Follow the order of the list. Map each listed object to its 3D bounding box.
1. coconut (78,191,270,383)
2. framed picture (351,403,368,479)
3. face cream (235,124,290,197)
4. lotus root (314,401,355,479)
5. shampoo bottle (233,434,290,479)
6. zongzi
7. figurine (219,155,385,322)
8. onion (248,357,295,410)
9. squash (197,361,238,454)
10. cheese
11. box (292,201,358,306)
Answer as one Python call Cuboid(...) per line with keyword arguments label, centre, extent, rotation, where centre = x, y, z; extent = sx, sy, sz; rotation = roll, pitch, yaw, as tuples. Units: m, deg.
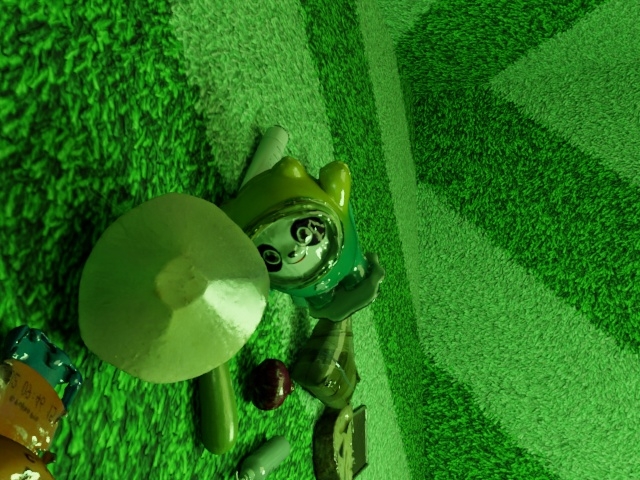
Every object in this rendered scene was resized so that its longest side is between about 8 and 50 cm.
Cuboid(label="coconut", centre=(-0.191, 0.067, 0.729), extent=(0.259, 0.259, 0.259), rotation=(-4, 90, -70))
Cuboid(label="framed picture", centre=(0.110, 0.651, 1.743), extent=(0.281, 0.019, 0.208), rotation=(21, 66, -69))
Cuboid(label="face cream", centre=(-0.130, -0.155, 1.201), extent=(0.092, 0.058, 0.243), rotation=(69, 31, -49))
Cuboid(label="lotus root", centre=(0.038, 0.553, 1.490), extent=(0.170, 0.075, 0.260), rotation=(40, 48, -60))
Cuboid(label="shampoo bottle", centre=(-0.122, 0.447, 1.086), extent=(0.195, 0.056, 0.056), rotation=(-4, 89, -69))
Cuboid(label="zongzi", centre=(0.050, 0.287, 1.431), extent=(0.274, 0.125, 0.250), rotation=(-66, 151, -24))
Cuboid(label="figurine", centre=(-0.038, -0.003, 1.106), extent=(0.340, 0.324, 0.231), rotation=(50, 14, -32))
Cuboid(label="onion", centre=(-0.099, 0.296, 1.119), extent=(0.107, 0.097, 0.107), rotation=(-165, -90, -72))
Cuboid(label="squash", centre=(-0.181, 0.270, 0.950), extent=(0.066, 0.066, 0.201), rotation=(10, 73, -70))
Cuboid(label="cheese", centre=(-0.312, 0.226, 0.503), extent=(0.329, 0.129, 0.216), rotation=(-89, 160, -51))
Cuboid(label="box", centre=(0.000, 0.000, 1.428), extent=(0.311, 0.118, 0.205), rotation=(-66, 148, -52))
